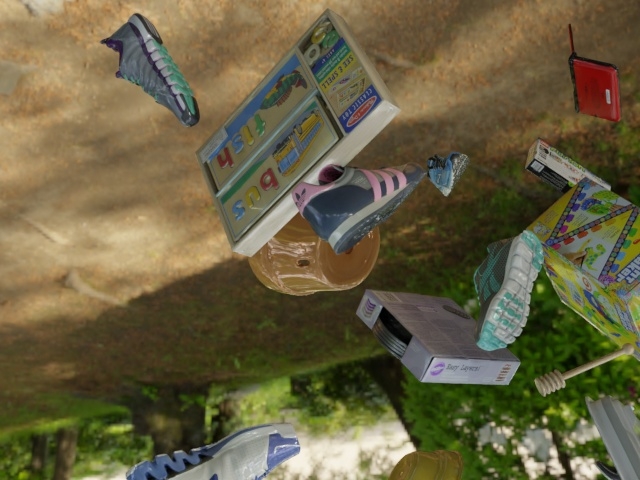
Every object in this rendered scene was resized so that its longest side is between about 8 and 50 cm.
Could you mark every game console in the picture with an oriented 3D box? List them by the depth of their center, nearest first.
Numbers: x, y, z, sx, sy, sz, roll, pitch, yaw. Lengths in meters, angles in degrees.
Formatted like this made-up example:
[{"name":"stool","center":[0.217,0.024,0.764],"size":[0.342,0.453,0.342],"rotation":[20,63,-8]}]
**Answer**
[{"name":"game console","center":[0.481,-0.294,1.415],"size":[0.124,0.085,0.144],"rotation":[23,161,33]}]

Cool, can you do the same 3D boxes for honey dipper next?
[{"name":"honey dipper","center":[0.407,0.193,1.234],"size":[0.160,0.030,0.030],"rotation":[-24,153,-4]}]

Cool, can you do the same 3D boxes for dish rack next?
[{"name":"dish rack","center":[0.620,0.434,1.496],"size":[0.072,0.286,0.333],"rotation":[-32,140,20]}]

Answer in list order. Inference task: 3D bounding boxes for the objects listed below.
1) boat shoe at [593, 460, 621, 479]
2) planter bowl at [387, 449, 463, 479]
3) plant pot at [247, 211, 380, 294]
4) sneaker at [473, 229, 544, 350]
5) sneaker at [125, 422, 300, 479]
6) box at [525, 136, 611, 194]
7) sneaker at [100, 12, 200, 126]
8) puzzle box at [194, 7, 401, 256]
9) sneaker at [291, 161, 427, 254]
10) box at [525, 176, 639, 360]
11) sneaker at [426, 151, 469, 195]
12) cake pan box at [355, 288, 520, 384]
[{"name":"boat shoe","center":[0.630,0.493,1.688],"size":[0.125,0.046,0.038],"rotation":[35,104,-7]},{"name":"planter bowl","center":[0.204,0.523,1.734],"size":[0.090,0.217,0.217],"rotation":[35,145,-6]},{"name":"plant pot","center":[0.000,0.000,1.875],"size":[0.203,0.291,0.291],"rotation":[14,171,47]},{"name":"sneaker","center":[0.224,0.065,1.017],"size":[0.065,0.166,0.076],"rotation":[42,152,-27]},{"name":"sneaker","center":[-0.179,0.463,1.472],"size":[0.315,0.182,0.127],"rotation":[-14,155,-17]},{"name":"box","center":[0.570,-0.146,1.844],"size":[0.207,0.114,0.036],"rotation":[33,127,-2]},{"name":"sneaker","center":[-0.292,-0.276,1.388],"size":[0.098,0.224,0.083],"rotation":[-31,169,9]},{"name":"puzzle box","center":[-0.060,-0.196,1.494],"size":[0.409,0.272,0.052],"rotation":[-44,142,23]},{"name":"sneaker","center":[0.072,-0.092,1.347],"size":[0.112,0.131,0.319],"rotation":[-52,170,32]},{"name":"box","center":[0.620,0.070,1.676],"size":[0.177,0.279,0.290],"rotation":[-41,132,-3]},{"name":"sneaker","center":[0.236,-0.135,1.559],"size":[0.073,0.063,0.162],"rotation":[34,167,6]},{"name":"cake pan box","center":[0.234,0.194,1.634],"size":[0.266,0.246,0.070],"rotation":[8,112,-38]}]
